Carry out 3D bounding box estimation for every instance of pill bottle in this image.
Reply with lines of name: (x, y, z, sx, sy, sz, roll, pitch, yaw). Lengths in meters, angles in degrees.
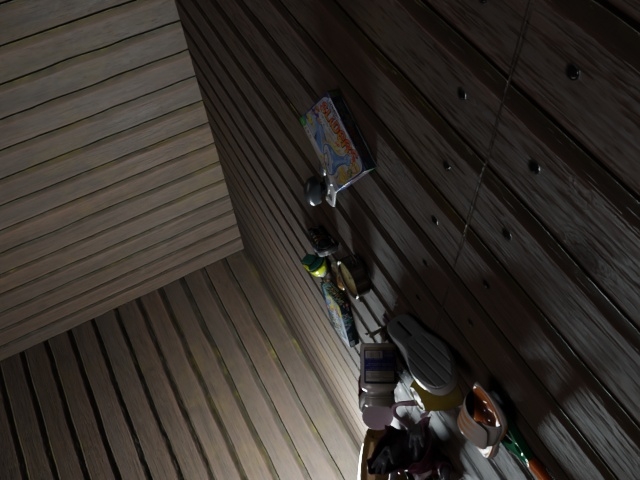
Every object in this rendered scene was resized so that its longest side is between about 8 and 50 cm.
pill bottle: (0.184, 0.516, 1.930, 0.221, 0.121, 0.121, -80, -31, -73)
pill bottle: (0.176, 0.407, 1.786, 0.112, 0.112, 0.186, 133, 139, -76)

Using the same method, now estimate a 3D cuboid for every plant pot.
plant pot: (0.248, 0.860, 2.302, 0.237, 0.237, 0.254, -151, 51, -68)
plant pot: (0.286, 0.384, 1.504, 0.134, 0.095, 0.134, 58, 166, 24)

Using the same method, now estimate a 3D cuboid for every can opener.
can opener: (0.007, -0.174, 1.555, 0.076, 0.095, 0.283, 58, 165, 23)

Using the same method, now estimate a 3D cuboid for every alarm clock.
alarm clock: (0.102, 0.096, 1.752, 0.129, 0.064, 0.192, 57, 167, 31)

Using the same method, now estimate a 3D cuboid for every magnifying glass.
magnifying glass: (0.426, 0.446, 1.237, 0.231, 0.026, 0.092, 51, 161, 43)

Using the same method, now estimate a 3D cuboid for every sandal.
sandal: (0.346, 0.417, 1.285, 0.102, 0.076, 0.265, 52, 161, 45)
sandal: (0.072, 0.132, 1.961, 0.180, 0.049, 0.072, 48, 159, 50)

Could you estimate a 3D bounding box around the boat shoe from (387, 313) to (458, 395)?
boat shoe: (0.263, 0.287, 1.455, 0.094, 0.109, 0.302, 54, -178, -28)

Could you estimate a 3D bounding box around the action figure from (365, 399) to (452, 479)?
action figure: (0.282, 0.671, 1.850, 0.370, 0.248, 0.275, 42, -133, -53)

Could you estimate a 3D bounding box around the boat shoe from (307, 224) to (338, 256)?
boat shoe: (0.000, 0.000, 1.961, 0.083, 0.065, 0.183, 66, 168, -12)

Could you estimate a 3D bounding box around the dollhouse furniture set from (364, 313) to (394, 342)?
dollhouse furniture set: (0.181, 0.301, 1.785, 0.091, 0.081, 0.114, 57, 165, 31)

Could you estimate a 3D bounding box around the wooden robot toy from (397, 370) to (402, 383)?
wooden robot toy: (0.214, 0.426, 1.926, 0.173, 0.076, 0.079, 52, 172, 44)

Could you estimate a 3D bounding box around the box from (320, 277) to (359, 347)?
box: (0.073, 0.276, 2.230, 0.159, 0.044, 0.233, 49, 159, 49)

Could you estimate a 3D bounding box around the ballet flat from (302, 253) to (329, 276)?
ballet flat: (-0.008, 0.098, 2.190, 0.077, 0.077, 0.231, 46, 174, -15)

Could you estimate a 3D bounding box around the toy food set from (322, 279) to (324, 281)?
toy food set: (0.032, 0.221, 2.343, 0.122, 0.019, 0.078, 60, 166, 20)

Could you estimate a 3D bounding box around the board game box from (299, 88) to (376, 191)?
board game box: (0.038, -0.230, 1.370, 0.136, 0.035, 0.201, -32, 84, 55)

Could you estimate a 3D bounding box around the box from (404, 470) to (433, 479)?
box: (0.327, 0.786, 2.061, 0.147, 0.078, 0.180, -145, 30, -89)
